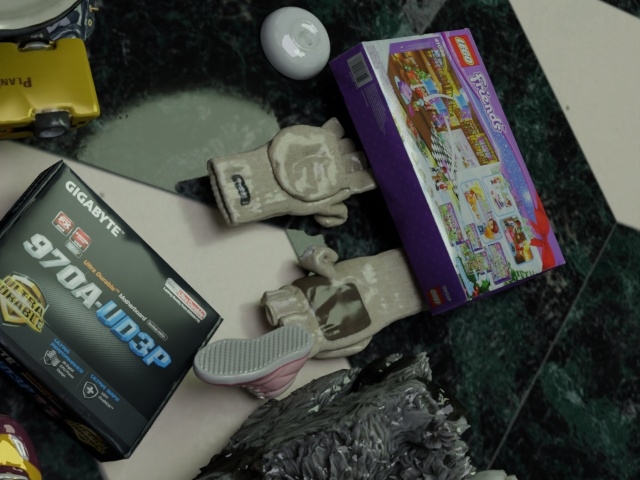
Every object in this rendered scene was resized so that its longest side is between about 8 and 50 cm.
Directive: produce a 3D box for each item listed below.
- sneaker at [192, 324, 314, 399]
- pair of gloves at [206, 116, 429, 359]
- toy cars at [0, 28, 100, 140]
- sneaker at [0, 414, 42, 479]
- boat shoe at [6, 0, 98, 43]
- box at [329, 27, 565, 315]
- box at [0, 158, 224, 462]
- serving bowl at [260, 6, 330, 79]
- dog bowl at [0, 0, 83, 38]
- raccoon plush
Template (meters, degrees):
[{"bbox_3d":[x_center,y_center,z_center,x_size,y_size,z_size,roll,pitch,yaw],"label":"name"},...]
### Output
[{"bbox_3d":[-0.069,0.127,1.387,0.134,0.070,0.051,-13,49,-40],"label":"sneaker"},{"bbox_3d":[0.000,0.000,1.501,0.204,0.042,0.240,-25,90,-36],"label":"pair of gloves"},{"bbox_3d":[-0.356,-0.054,1.271,0.176,0.087,0.394,39,60,-6],"label":"toy cars"},{"bbox_3d":[-0.256,0.235,1.229,0.069,0.084,0.186,1,73,-32],"label":"sneaker"},{"bbox_3d":[-0.238,-0.239,1.424,0.183,0.065,0.083,-42,99,-29],"label":"boat shoe"},{"bbox_3d":[0.141,-0.081,1.586,0.201,0.057,0.293,-15,82,-48],"label":"box"},{"bbox_3d":[-0.215,0.065,1.321,0.220,0.051,0.175,47,54,-19],"label":"box"},{"bbox_3d":[-0.022,-0.216,1.571,0.083,0.027,0.083,11,69,-30],"label":"serving bowl"},{"bbox_3d":[-0.370,-0.322,1.178,0.408,0.150,0.408,33,45,-40],"label":"dog bowl"},{"bbox_3d":[0.005,0.308,1.350,0.446,0.216,0.299,-25,99,-14],"label":"raccoon plush"}]
